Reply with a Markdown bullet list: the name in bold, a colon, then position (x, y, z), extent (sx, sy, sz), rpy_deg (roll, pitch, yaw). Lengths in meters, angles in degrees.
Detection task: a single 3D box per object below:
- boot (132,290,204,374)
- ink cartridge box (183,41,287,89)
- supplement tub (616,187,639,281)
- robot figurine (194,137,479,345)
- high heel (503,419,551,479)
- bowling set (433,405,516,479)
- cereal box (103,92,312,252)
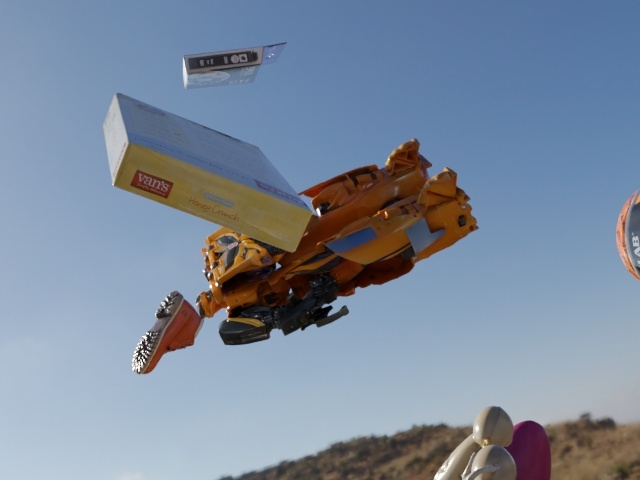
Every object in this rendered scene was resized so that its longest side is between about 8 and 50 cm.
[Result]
- **boot**: position (-0.254, 0.172, 1.399), extent (0.059, 0.158, 0.084), rpy_deg (-11, -48, 46)
- **ink cartridge box**: position (-0.179, -0.358, 1.704), extent (0.208, 0.045, 0.206), rpy_deg (-10, 3, -9)
- **supplement tub**: position (0.517, -0.012, 1.014), extent (0.207, 0.207, 0.338), rpy_deg (-17, -1, -6)
- **robot figurine**: position (0.000, 0.000, 0.852), extent (0.291, 0.211, 0.085), rpy_deg (-24, -63, -4)
- **high heel**: position (0.250, 0.446, 1.217), extent (0.127, 0.377, 0.181), rpy_deg (20, -6, 17)
- **bowling set**: position (0.183, 0.277, 0.725), extent (0.154, 0.200, 0.287), rpy_deg (-64, -7, 26)
- **cereal box**: position (-0.119, -0.073, 0.798), extent (0.173, 0.240, 0.047), rpy_deg (21, -77, -22)
